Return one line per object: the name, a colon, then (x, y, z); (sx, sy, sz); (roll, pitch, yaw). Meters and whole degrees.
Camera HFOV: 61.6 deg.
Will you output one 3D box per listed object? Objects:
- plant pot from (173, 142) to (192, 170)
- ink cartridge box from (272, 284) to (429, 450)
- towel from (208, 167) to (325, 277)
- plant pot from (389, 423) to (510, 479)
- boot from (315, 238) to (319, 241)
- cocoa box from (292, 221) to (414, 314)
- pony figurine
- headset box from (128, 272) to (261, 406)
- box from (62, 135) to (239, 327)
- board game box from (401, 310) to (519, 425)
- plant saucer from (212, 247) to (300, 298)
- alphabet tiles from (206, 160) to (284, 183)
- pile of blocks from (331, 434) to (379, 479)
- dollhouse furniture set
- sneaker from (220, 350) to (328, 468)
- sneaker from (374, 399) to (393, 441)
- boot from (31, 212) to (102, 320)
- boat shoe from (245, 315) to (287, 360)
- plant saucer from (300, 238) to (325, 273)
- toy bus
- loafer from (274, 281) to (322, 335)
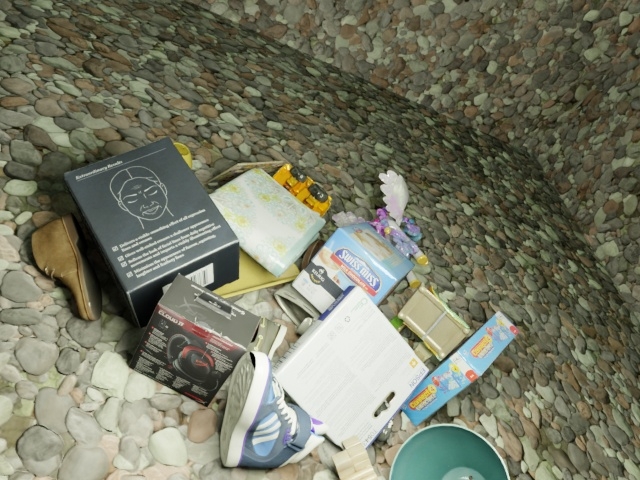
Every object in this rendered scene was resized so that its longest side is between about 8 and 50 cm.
plant pot: (-0.486, -0.271, 1.800); (0.134, 0.095, 0.134); (20, 39, -17)
ink cartridge box: (0.082, 0.345, 1.414); (0.324, 0.071, 0.330); (-44, 106, -19)
towel: (-0.172, -0.070, 1.692); (0.320, 0.090, 0.374); (38, 30, 3)
plant pot: (0.340, 0.626, 1.337); (0.195, 0.290, 0.290); (47, 18, -51)
boot: (0.000, 0.000, 1.921); (0.114, 0.037, 0.106); (32, 50, 1)
cocoa box: (0.115, 0.102, 1.651); (0.231, 0.228, 0.347); (43, 16, 10)
pony figurine: (0.258, -0.037, 2.010); (0.351, 0.302, 0.363); (43, 17, -50)
headset box: (-0.288, 0.228, 1.240); (0.218, 0.293, 0.110); (29, 37, -6)
box: (-0.434, -0.030, 1.404); (0.293, 0.212, 0.395); (-26, 66, -23)
board game box: (0.413, 0.378, 1.603); (0.086, 0.302, 0.308); (48, 38, 17)
plant saucer: (-0.274, 0.039, 1.636); (0.332, 0.081, 0.333); (-11, 57, -44)
alphabet tiles: (-0.249, -0.240, 1.879); (0.237, 0.198, 0.009); (-12, 85, -44)
pile of blocks: (0.110, 0.649, 1.256); (0.112, 0.149, 0.362); (-20, 49, -10)
dollhouse furniture set: (0.338, 0.265, 1.669); (0.197, 0.301, 0.151); (44, 41, 17)
sneaker: (-0.084, 0.382, 1.209); (0.236, 0.323, 0.130); (6, 28, -23)
sneaker: (0.137, 0.453, 1.503); (0.106, 0.078, 0.234); (18, 36, -17)
boot: (-0.628, 0.079, 1.335); (0.115, 0.112, 0.305); (-22, 65, -15)
boat shoe: (-0.177, 0.309, 1.396); (0.091, 0.109, 0.305); (32, 31, -3)
plant saucer: (-0.027, 0.074, 1.733); (0.029, 0.168, 0.168); (16, 33, 17)
toy bus: (-0.065, -0.175, 1.955); (0.220, 0.149, 0.211); (43, 18, -3)
loafer: (-0.021, 0.256, 1.576); (0.111, 0.112, 0.319); (-17, 54, -39)
